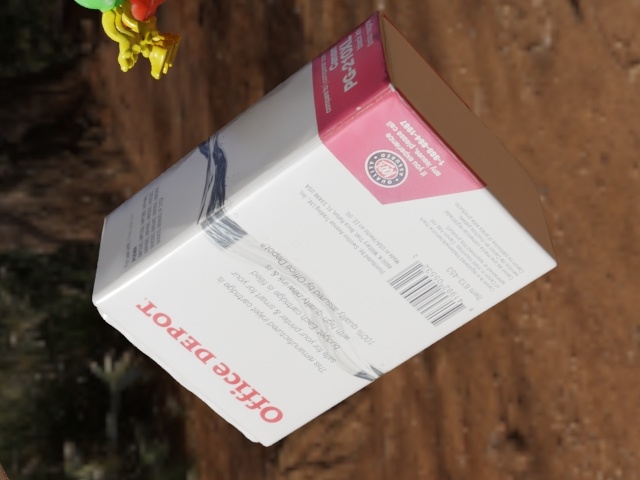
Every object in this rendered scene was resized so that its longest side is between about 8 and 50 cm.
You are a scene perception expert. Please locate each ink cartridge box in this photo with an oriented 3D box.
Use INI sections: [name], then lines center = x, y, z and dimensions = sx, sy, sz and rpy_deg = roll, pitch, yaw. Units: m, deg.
[ink cartridge box]
center = 0.000, 0.000, 0.938
dimensions = 0.172, 0.237, 0.100
rpy_deg = 44, -156, -29

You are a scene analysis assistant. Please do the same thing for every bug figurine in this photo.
[bug figurine]
center = -0.099, -0.234, 0.936
dimensions = 0.216, 0.072, 0.279
rpy_deg = -71, 1, -69

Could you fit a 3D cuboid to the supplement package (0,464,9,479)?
[supplement package]
center = -0.341, 0.254, 1.208
dimensions = 0.293, 0.175, 0.177
rpy_deg = 60, 179, 13
